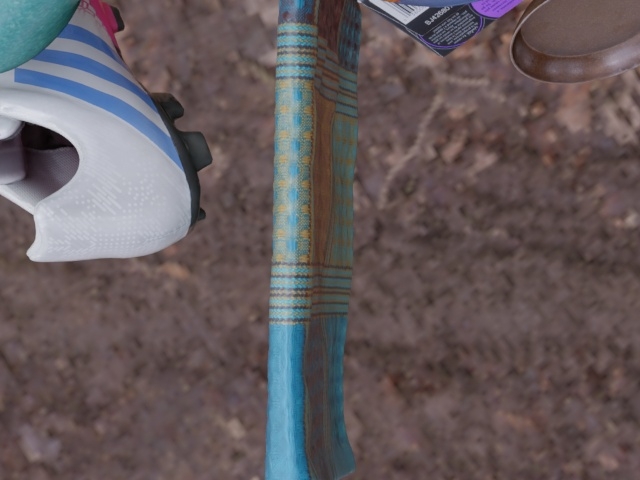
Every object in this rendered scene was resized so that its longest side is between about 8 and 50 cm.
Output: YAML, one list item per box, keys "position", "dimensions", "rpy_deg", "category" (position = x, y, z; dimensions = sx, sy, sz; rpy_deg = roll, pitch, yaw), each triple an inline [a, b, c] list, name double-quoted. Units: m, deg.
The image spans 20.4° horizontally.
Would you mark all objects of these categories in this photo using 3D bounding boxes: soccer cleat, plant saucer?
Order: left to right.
- position: [-0.198, -0.109, 1.206]
  dimensions: [0.331, 0.143, 0.116]
  rpy_deg: [52, 145, 39]
  category: "soccer cleat"
- position: [0.248, -0.198, 1.588]
  dimensions: [0.168, 0.168, 0.029]
  rpy_deg: [-50, 44, 50]
  category: "plant saucer"

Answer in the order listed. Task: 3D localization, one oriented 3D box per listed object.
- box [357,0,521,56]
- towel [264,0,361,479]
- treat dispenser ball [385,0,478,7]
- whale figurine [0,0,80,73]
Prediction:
- position: [0.130, -0.370, 1.965]
  dimensions: [0.165, 0.143, 0.270]
  rpy_deg: [-34, 45, 31]
  category: "box"
- position: [0.000, 0.000, 1.212]
  dimensions: [0.040, 0.271, 0.370]
  rpy_deg: [2, 90, 6]
  category: "towel"
- position: [0.084, -0.317, 1.308]
  dimensions: [0.288, 0.288, 0.288]
  rpy_deg: [26, 131, 34]
  category: "treat dispenser ball"
- position: [-0.184, -0.175, 1.046]
  dimensions: [0.272, 0.216, 0.141]
  rpy_deg: [-8, 85, 44]
  category: "whale figurine"
